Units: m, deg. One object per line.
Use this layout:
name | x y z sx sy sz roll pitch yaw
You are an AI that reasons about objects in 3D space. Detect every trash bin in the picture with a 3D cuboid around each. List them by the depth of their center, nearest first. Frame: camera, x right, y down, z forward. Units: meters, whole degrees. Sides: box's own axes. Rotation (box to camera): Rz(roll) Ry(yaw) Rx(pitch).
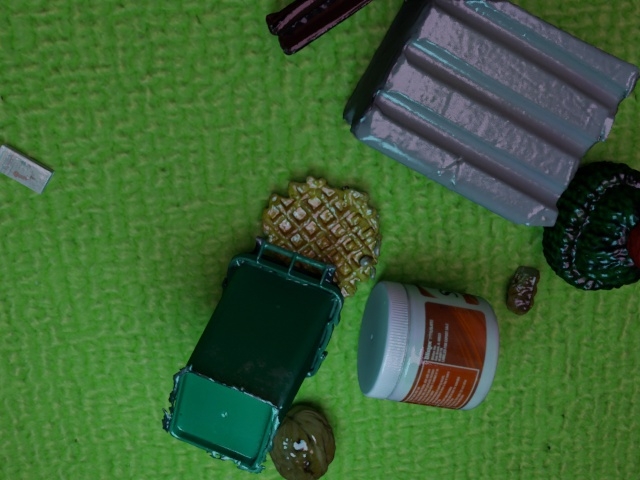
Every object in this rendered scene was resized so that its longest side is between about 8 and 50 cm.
trash bin | -0.118 0.212 1.270 0.259 0.381 0.295 20 122 3

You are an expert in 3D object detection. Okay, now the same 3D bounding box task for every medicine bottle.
medicine bottle | 0.224 0.225 1.405 0.241 0.252 0.252 10 108 -9

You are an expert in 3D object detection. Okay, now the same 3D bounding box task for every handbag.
handbag | 0.033 -0.430 1.154 0.276 0.260 0.084 -31 111 8

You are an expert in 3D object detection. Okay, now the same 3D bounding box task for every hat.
hat | 0.599 -0.005 1.317 0.243 0.332 0.274 -11 108 -3

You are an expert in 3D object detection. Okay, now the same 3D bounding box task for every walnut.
walnut | -0.042 0.480 1.531 0.156 0.155 0.184 -17 105 1

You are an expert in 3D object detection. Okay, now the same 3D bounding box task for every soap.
soap | 0.308 -0.268 1.261 0.435 0.213 0.350 23 108 -13

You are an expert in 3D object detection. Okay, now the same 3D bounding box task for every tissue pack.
tissue pack | -0.599 -0.144 1.321 0.108 0.023 0.056 33 103 -15

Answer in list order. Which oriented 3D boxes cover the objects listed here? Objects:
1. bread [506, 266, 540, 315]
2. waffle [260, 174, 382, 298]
bread | 0.458 0.118 1.493 0.066 0.060 0.110 -6 114 -34
waffle | 0.000 -0.001 1.410 0.263 0.060 0.280 8 107 -4
